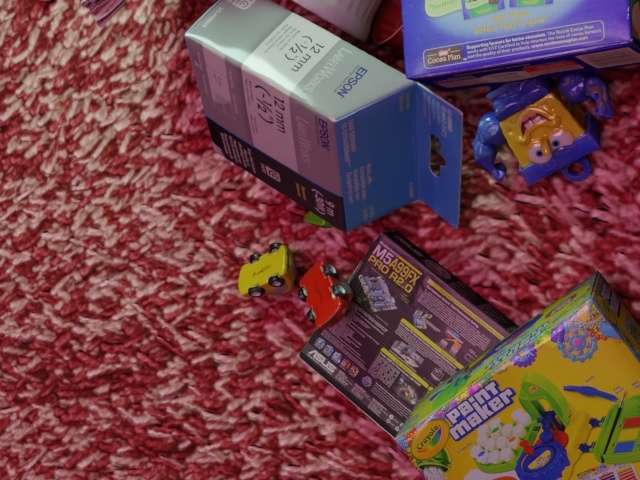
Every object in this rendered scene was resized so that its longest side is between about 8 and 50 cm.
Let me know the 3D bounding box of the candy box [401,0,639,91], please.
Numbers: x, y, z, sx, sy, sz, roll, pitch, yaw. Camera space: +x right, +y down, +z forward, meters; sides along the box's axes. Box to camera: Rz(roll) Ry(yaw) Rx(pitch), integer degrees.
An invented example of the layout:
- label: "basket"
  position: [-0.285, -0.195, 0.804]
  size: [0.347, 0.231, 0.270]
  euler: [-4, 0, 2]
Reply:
- label: "candy box"
  position: [0.228, -0.345, 1.481]
  size: [0.268, 0.122, 0.317]
  euler: [-5, 85, 29]

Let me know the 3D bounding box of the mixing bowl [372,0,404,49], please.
- label: "mixing bowl"
  position: [0.155, -0.307, 1.694]
  size: [0.098, 0.181, 0.181]
  euler: [29, 107, -16]

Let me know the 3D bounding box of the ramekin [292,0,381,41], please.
- label: "ramekin"
  position: [-0.028, -0.383, 1.711]
  size: [0.277, 0.277, 0.135]
  euler: [34, 99, 21]

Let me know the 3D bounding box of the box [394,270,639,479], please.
- label: "box"
  position: [0.297, 0.242, 1.580]
  size: [0.290, 0.177, 0.279]
  euler: [-38, 89, 18]

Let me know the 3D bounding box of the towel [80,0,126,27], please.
- label: "towel"
  position: [-0.174, -0.464, 1.720]
  size: [0.053, 0.332, 0.317]
  euler: [35, 148, -18]

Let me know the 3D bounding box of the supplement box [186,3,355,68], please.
- label: "supplement box"
  position: [-0.068, -0.257, 1.823]
  size: [0.233, 0.078, 0.080]
  euler: [19, 133, 23]

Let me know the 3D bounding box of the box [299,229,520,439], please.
- label: "box"
  position: [0.133, 0.151, 1.761]
  size: [0.270, 0.060, 0.216]
  euler: [38, 106, 20]

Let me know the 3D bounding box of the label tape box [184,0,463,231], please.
- label: "label tape box"
  position: [0.008, -0.137, 1.658]
  size: [0.347, 0.249, 0.115]
  euler: [34, 67, 23]

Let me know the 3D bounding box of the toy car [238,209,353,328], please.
- label: "toy car"
  position: [0.000, 0.000, 1.803]
  size: [0.239, 0.053, 0.225]
  euler: [18, 84, 53]

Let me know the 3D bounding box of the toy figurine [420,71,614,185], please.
- label: "toy figurine"
  position: [0.297, -0.182, 1.657]
  size: [0.362, 0.191, 0.217]
  euler: [-29, 107, 26]
